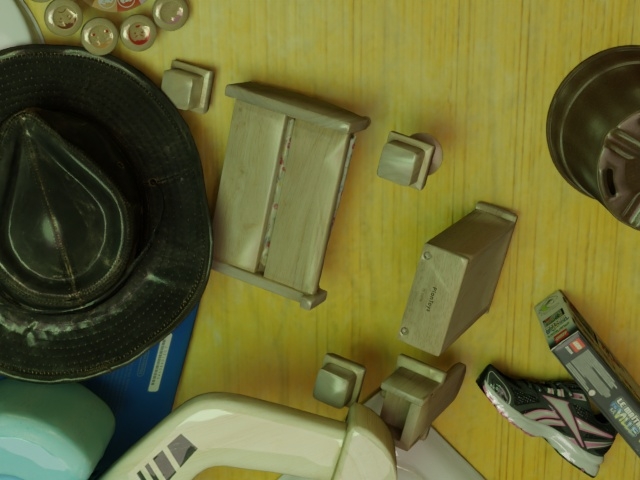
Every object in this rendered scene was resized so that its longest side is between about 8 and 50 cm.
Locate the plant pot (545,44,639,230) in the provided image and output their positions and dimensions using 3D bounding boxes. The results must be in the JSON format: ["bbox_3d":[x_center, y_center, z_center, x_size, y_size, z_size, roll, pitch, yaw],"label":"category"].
[{"bbox_3d":[0.313,-0.092,1.189,0.166,0.165,0.167,0,109,1],"label":"plant pot"}]

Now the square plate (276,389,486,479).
[{"bbox_3d":[0.069,0.393,1.426,0.347,0.049,0.344,-42,104,14],"label":"square plate"}]

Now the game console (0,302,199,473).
[{"bbox_3d":[-0.288,0.090,1.339,0.250,0.173,0.293,3,114,-33],"label":"game console"}]

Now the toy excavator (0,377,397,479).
[{"bbox_3d":[-0.209,0.236,1.177,0.433,0.222,0.445,41,101,-6],"label":"toy excavator"}]

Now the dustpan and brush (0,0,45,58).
[{"bbox_3d":[-0.312,-0.152,1.246,0.147,0.060,0.211,-44,97,2],"label":"dustpan and brush"}]

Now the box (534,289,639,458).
[{"bbox_3d":[0.308,0.155,1.303,0.036,0.114,0.207,-38,104,13],"label":"box"}]

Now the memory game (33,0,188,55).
[{"bbox_3d":[-0.197,-0.268,1.182,0.186,0.012,0.186,-7,108,-21],"label":"memory game"}]

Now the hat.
[{"bbox_3d":[-0.253,-0.033,1.142,0.331,0.134,0.331,0,84,-4],"label":"hat"}]

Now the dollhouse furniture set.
[{"bbox_3d":[0.000,0.000,1.289,0.355,0.174,0.303,21,111,20],"label":"dollhouse furniture set"}]

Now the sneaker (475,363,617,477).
[{"bbox_3d":[0.250,0.178,1.346,0.178,0.072,0.077,34,95,-18],"label":"sneaker"}]
